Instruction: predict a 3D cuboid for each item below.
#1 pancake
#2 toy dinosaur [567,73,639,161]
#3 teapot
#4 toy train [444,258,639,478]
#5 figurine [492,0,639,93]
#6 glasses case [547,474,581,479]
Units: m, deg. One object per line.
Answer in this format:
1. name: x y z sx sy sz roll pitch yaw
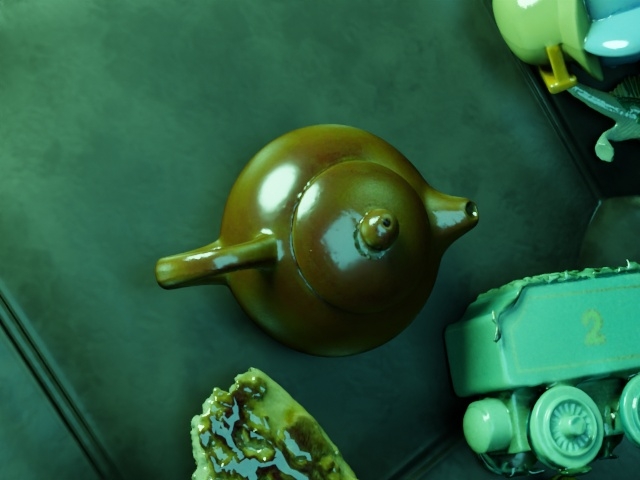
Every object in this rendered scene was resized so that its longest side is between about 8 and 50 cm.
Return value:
1. pancake: -0.061 0.259 0.997 0.244 0.057 0.266 -37 97 -15
2. toy dinosaur: 0.285 -0.113 1.200 0.187 0.044 0.106 46 54 -1
3. teapot: 0.000 0.000 0.997 0.252 0.135 0.178 -11 85 -27
4. toy train: 0.205 0.107 1.099 0.203 0.112 0.163 -5 81 -27
5. figurine: 0.271 -0.218 1.097 0.262 0.154 0.180 -16 68 11
6. glasses case: 0.274 0.275 1.137 0.234 0.064 0.079 33 79 -20
